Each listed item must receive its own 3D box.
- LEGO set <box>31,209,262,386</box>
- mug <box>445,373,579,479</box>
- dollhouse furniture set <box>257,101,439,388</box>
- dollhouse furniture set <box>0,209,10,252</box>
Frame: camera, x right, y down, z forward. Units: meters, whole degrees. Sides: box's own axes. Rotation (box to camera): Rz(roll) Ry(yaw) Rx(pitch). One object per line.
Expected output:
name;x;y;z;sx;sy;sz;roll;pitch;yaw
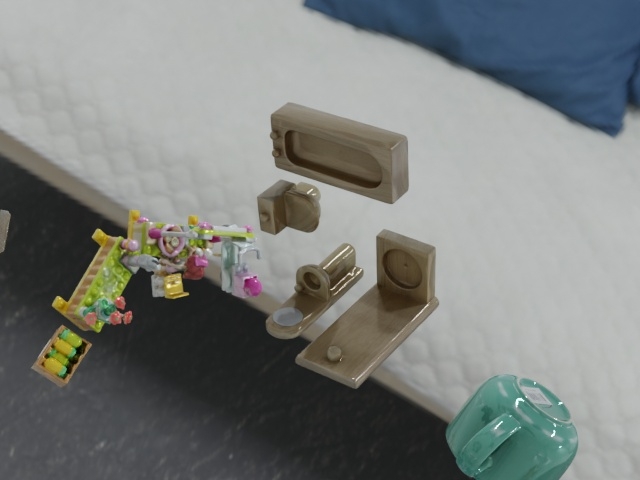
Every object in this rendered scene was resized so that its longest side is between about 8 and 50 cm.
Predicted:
LEGO set;-0.159;0.040;1.184;0.107;0.132;0.287;2;21;42
mug;0.213;0.211;1.270;0.129;0.097;0.158;33;18;-7
dollhouse furniture set;0.000;0.000;0.921;0.144;0.151;0.123;20;41;30
dollhouse furniture set;-0.383;-0.118;1.201;0.161;0.212;0.242;11;85;-17
